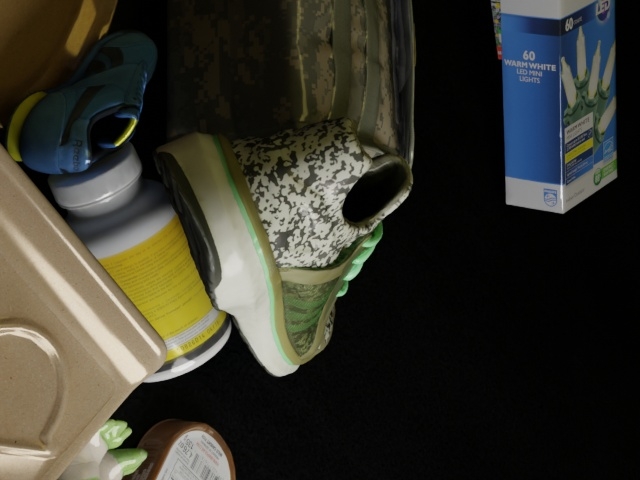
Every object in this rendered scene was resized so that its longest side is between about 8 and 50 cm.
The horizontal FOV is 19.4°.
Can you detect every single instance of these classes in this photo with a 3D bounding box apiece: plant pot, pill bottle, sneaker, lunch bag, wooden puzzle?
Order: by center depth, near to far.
[{"bbox_3d":[-0.313,0.099,1.281,0.348,0.080,0.322,-47,127,-15],"label":"wooden puzzle"},{"bbox_3d":[-0.217,-0.200,1.437,0.236,0.032,0.236,17,90,-72],"label":"plant pot"},{"bbox_3d":[-0.168,-0.106,1.494,0.209,0.082,0.069,-50,150,-55],"label":"sneaker"},{"bbox_3d":[-0.150,0.016,1.517,0.103,0.103,0.184,-46,123,-42],"label":"pill bottle"},{"bbox_3d":[0.000,0.000,1.545,0.410,0.182,0.158,56,13,-75],"label":"sneaker"},{"bbox_3d":[-0.003,-0.174,1.671,0.287,0.169,0.235,10,76,-59],"label":"lunch bag"}]

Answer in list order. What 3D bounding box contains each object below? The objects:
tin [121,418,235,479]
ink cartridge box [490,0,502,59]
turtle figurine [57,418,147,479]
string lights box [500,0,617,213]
[{"bbox_3d":[-0.133,0.238,1.583,0.106,0.040,0.189,48,53,-33],"label":"tin"},{"bbox_3d":[0.218,-0.229,2.055,0.063,0.029,0.115,-43,132,-44],"label":"ink cartridge box"},{"bbox_3d":[-0.133,0.277,1.416,0.198,0.275,0.266,24,55,-50],"label":"turtle figurine"},{"bbox_3d":[0.260,-0.175,2.032,0.133,0.077,0.259,-31,124,-48],"label":"string lights box"}]
